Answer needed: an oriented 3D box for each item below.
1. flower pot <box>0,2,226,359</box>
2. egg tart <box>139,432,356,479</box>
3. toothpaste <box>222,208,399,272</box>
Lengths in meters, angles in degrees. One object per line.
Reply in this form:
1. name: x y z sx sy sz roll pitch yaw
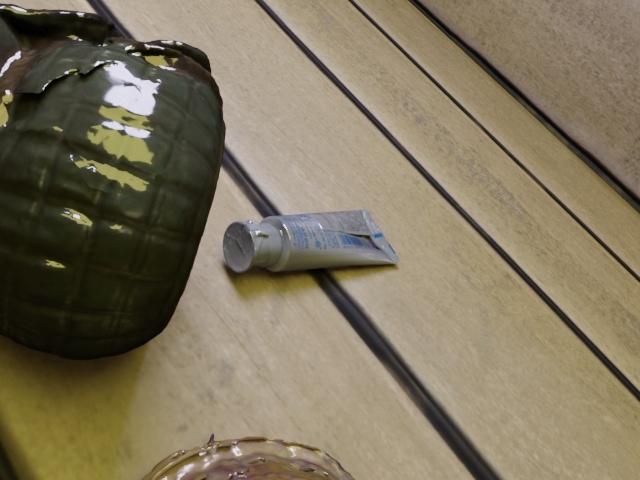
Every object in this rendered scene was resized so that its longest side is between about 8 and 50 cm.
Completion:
1. flower pot: -0.214 -0.055 0.431 0.213 0.302 0.302 17 45 -20
2. egg tart: -0.023 0.302 0.340 0.352 0.150 0.352 22 40 -20
3. toothpaste: 0.000 0.000 0.699 0.299 0.073 0.114 -4 54 -46
